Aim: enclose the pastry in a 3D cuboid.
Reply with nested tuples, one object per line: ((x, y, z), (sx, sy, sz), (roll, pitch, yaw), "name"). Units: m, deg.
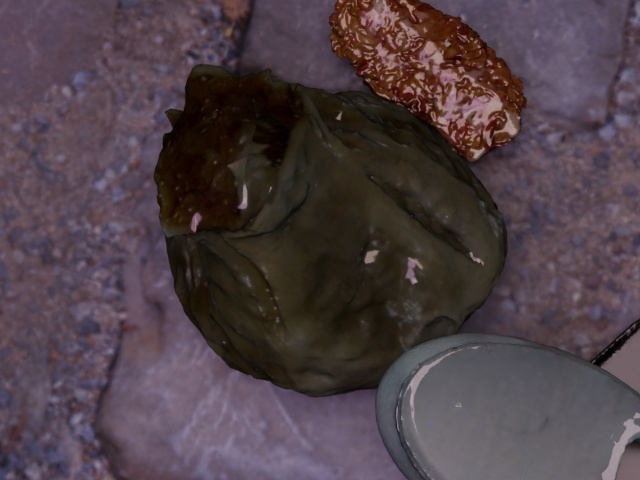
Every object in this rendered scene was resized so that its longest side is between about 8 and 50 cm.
((0.083, -0.129, 1.432), (0.169, 0.063, 0.087), (42, 95, 5), "pastry")

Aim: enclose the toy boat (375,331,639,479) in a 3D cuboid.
((0.136, 0.136, 1.326), (0.207, 0.079, 0.134), (18, 89, -5), "toy boat")

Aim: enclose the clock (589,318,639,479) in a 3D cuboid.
((0.241, 0.231, 1.357), (0.273, 0.049, 0.279), (-43, 80, -5), "clock")

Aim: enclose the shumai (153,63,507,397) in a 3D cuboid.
((0.000, 0.000, 1.323), (0.260, 0.222, 0.225), (21, 92, 0), "shumai")
